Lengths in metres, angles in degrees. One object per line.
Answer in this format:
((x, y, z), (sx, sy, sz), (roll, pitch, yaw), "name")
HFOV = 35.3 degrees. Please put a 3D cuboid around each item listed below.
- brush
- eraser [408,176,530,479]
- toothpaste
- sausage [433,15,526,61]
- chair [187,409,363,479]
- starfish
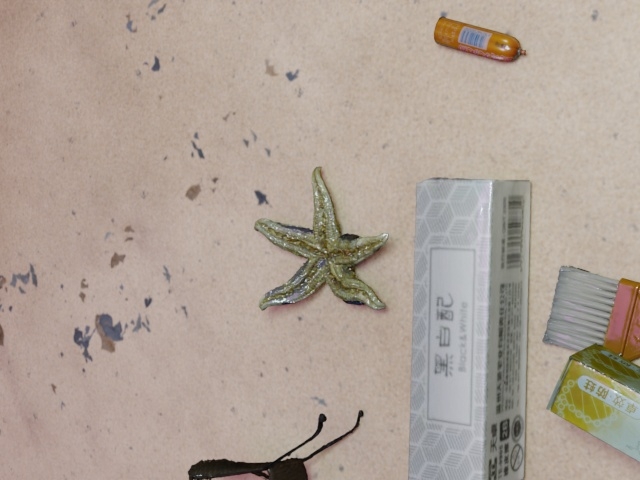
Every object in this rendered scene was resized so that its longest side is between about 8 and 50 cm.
((0.365, 0.103, 0.956), (0.314, 0.017, 0.090), (17, 102, 33), "brush")
((0.157, 0.137, 1.056), (0.096, 0.098, 0.404), (4, 94, 37), "eraser")
((0.363, 0.198, 0.907), (0.312, 0.089, 0.071), (29, 108, 28), "toothpaste")
((0.171, -0.212, 1.071), (0.107, 0.031, 0.031), (25, 106, 32), "sausage")
((-0.039, 0.292, 1.166), (0.213, 0.174, 0.149), (-19, 77, 24), "chair")
((0.000, 0.000, 1.189), (0.208, 0.053, 0.176), (3, 93, 33), "starfish")
